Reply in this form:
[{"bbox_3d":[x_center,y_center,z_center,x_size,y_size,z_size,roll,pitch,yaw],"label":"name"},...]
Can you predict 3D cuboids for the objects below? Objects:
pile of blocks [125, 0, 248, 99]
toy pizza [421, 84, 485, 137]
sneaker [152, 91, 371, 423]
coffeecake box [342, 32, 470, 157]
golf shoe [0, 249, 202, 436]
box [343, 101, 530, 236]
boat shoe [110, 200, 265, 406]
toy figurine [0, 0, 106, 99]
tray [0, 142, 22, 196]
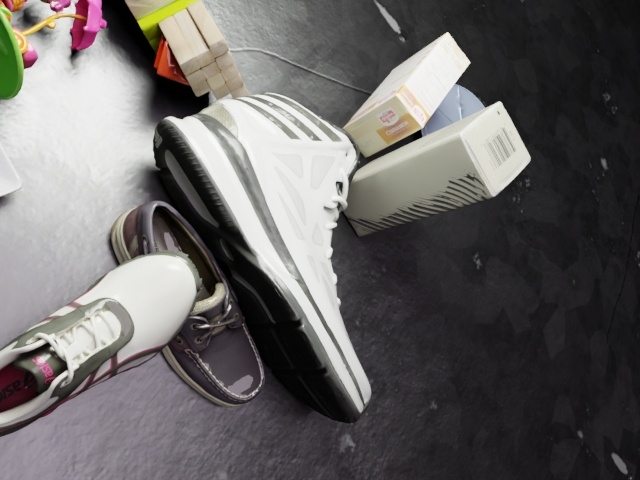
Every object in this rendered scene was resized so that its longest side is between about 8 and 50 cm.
[{"bbox_3d":[-0.230,-0.329,0.722,0.113,0.149,0.362,-28,88,-3],"label":"pile of blocks"},{"bbox_3d":[0.258,-0.201,1.052,0.201,0.032,0.201,9,74,-31],"label":"toy pizza"},{"bbox_3d":[0.000,-0.001,0.738,0.258,0.169,0.447,-32,97,-31],"label":"sneaker"},{"bbox_3d":[0.140,-0.237,0.913,0.068,0.142,0.185,47,58,-16],"label":"coffeecake box"},{"bbox_3d":[-0.234,0.107,0.554,0.273,0.120,0.105,-36,97,-15],"label":"golf shoe"},{"bbox_3d":[0.147,-0.092,0.802,0.113,0.275,0.094,-38,101,-33],"label":"box"},{"bbox_3d":[-0.151,0.080,0.674,0.103,0.092,0.285,-32,97,-35],"label":"boat shoe"},{"bbox_3d":[-0.331,-0.267,0.630,0.173,0.130,0.159,58,44,-12],"label":"toy figurine"},{"bbox_3d":[-0.443,-0.147,0.570,0.145,0.030,0.270,-29,96,-34],"label":"tray"}]
